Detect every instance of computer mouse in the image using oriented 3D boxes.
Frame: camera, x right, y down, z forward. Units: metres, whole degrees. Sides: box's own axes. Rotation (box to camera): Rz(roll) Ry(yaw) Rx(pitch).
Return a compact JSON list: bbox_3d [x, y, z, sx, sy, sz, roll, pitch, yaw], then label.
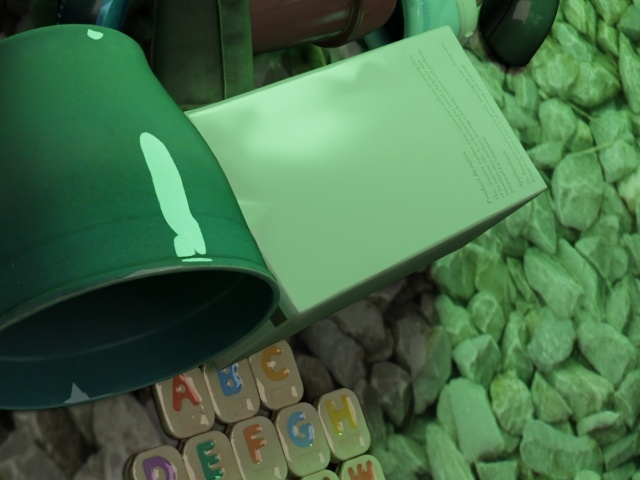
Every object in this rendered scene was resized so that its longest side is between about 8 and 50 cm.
[{"bbox_3d":[0.243,-0.356,1.823,0.184,0.060,0.262,40,52,-22],"label":"computer mouse"}]

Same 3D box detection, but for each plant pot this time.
[{"bbox_3d":[-0.050,-0.274,1.474,0.180,0.201,0.201,-29,92,-27],"label":"plant pot"},{"bbox_3d":[-0.199,-0.029,1.205,0.271,0.271,0.255,-1,64,-40],"label":"plant pot"}]

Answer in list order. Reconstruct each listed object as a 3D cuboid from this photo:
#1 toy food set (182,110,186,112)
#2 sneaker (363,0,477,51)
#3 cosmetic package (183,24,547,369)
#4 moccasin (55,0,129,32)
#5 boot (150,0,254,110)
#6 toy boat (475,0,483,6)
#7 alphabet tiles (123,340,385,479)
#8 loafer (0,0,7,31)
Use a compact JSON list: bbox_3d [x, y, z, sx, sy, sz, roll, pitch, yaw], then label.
[{"bbox_3d":[-0.151,-0.154,1.444,0.078,0.019,0.122,48,50,-15],"label":"toy food set"},{"bbox_3d":[0.040,-0.353,1.605,0.150,0.135,0.366,-38,97,-44],"label":"sneaker"},{"bbox_3d":[0.019,-0.052,1.436,0.385,0.156,0.217,-23,80,-39],"label":"cosmetic package"},{"bbox_3d":[-0.225,-0.292,1.379,0.116,0.138,0.342,13,44,-10],"label":"moccasin"},{"bbox_3d":[-0.075,-0.231,1.343,0.189,0.076,0.209,-9,108,-10],"label":"boot"},{"bbox_3d":[0.147,-0.428,1.697,0.318,0.148,0.267,63,3,-14],"label":"toy boat"},{"bbox_3d":[-0.051,0.237,1.375,0.284,0.021,0.278,-12,81,-41],"label":"alphabet tiles"},{"bbox_3d":[-0.339,-0.294,1.293,0.130,0.134,0.366,7,59,-6],"label":"loafer"}]
